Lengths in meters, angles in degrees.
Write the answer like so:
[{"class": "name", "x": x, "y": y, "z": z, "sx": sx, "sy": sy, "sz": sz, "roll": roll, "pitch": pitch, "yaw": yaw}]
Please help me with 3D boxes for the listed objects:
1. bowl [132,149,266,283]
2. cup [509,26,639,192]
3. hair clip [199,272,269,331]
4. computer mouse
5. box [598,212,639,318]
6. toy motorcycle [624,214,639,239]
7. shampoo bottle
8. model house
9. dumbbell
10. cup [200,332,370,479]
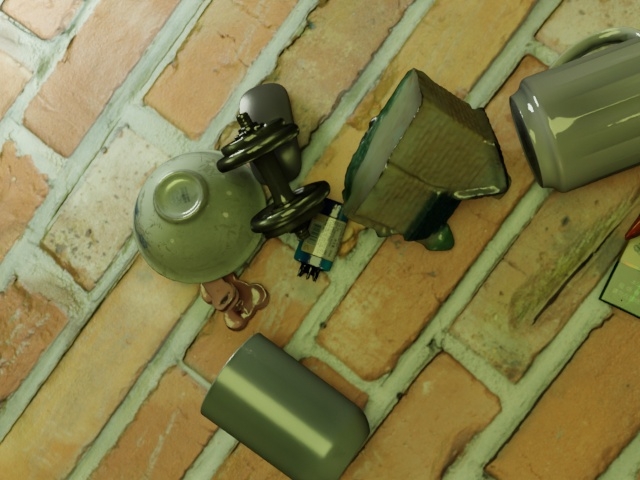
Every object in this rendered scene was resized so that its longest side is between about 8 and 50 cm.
[{"class": "bowl", "x": -0.282, "y": -0.073, "z": 1.673, "sx": 0.313, "sy": 0.146, "sz": 0.314, "roll": -3, "pitch": 74, "yaw": 9}, {"class": "cup", "x": 0.543, "y": -0.278, "z": 1.519, "sx": 0.326, "sy": 0.237, "sz": 0.323, "roll": -20, "pitch": 51, "yaw": 11}, {"class": "hair clip", "x": -0.200, "y": 0.120, "z": 1.728, "sx": 0.123, "sy": 0.102, "sz": 0.138, "roll": -52, "pitch": 45, "yaw": 2}, {"class": "computer mouse", "x": -0.112, "y": -0.237, "z": 1.725, "sx": 0.120, "sy": 0.057, "sz": 0.232, "roll": -12, "pitch": 83, "yaw": 11}, {"class": "box", "x": 0.666, "y": 0.041, "z": 1.551, "sx": 0.132, "sy": 0.034, "sz": 0.235, "roll": 27, "pitch": 90, "yaw": 13}, {"class": "toy motorcycle", "x": 0.719, "y": -0.082, "z": 1.493, "sx": 0.171, "sy": 0.089, "sz": 0.298, "roll": 34, "pitch": 74, "yaw": 16}, {"class": "shampoo bottle", "x": 0.000, "y": 0.000, "z": 1.685, "sx": 0.087, "sy": 0.050, "sz": 0.183, "roll": 20, "pitch": 89, "yaw": 14}, {"class": "model house", "x": 0.227, "y": -0.137, "z": 1.578, "sx": 0.284, "sy": 0.243, "sz": 0.298, "roll": 27, "pitch": 119, "yaw": -12}, {"class": "dumbbell", "x": -0.096, "y": -0.130, "z": 1.602, "sx": 0.192, "sy": 0.192, "sz": 0.290, "roll": -26, "pitch": 102, "yaw": 9}, {"class": "cup", "x": -0.067, "y": 0.358, "z": 1.591, "sx": 0.312, "sy": 0.205, "sz": 0.205, "roll": 35, "pitch": 93, "yaw": 12}]
